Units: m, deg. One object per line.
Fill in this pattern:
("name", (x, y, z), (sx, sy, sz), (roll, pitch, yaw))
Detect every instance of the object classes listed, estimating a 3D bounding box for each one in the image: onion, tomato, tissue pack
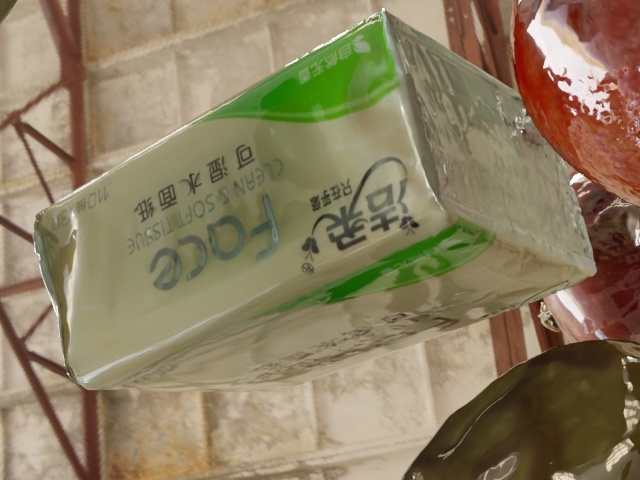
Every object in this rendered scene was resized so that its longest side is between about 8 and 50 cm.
("onion", (0.456, 0.033, 1.276), (0.353, 0.353, 0.353), (-9, -116, 20))
("tomato", (0.237, -0.138, 0.592), (0.265, 0.265, 0.265), (-9, -116, 20))
("tissue pack", (0.000, 0.000, 0.902), (0.405, 0.332, 0.205), (-24, -110, 30))

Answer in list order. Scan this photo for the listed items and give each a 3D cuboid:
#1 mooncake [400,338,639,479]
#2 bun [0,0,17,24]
("mooncake", (0.164, 0.204, 0.670), (0.155, 0.284, 0.284), (42, -92, -12))
("bun", (-0.276, -0.203, 0.616), (0.166, 0.113, 0.173), (16, -82, 18))
